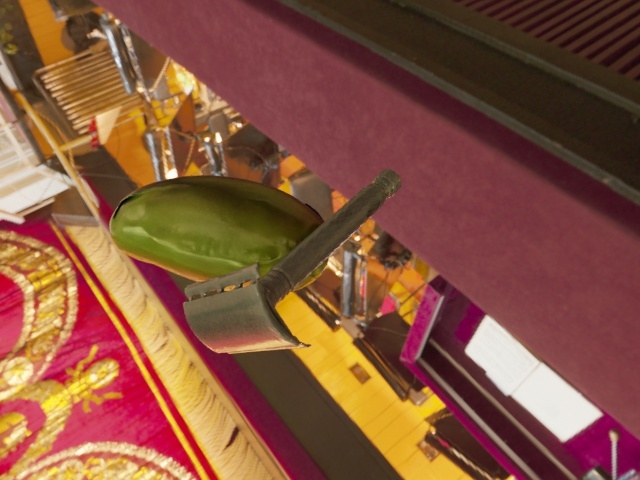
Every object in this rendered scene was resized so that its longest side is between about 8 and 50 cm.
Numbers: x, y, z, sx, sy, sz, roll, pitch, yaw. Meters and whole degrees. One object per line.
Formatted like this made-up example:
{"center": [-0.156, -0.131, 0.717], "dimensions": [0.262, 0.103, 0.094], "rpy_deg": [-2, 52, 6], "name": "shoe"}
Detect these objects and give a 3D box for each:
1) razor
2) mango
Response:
{"center": [0.000, 0.000, 0.426], "dimensions": [0.106, 0.232, 0.068], "rpy_deg": [-17, 110, 47], "name": "razor"}
{"center": [-0.099, -0.008, 0.500], "dimensions": [0.232, 0.111, 0.125], "rpy_deg": [5, 166, 21], "name": "mango"}
